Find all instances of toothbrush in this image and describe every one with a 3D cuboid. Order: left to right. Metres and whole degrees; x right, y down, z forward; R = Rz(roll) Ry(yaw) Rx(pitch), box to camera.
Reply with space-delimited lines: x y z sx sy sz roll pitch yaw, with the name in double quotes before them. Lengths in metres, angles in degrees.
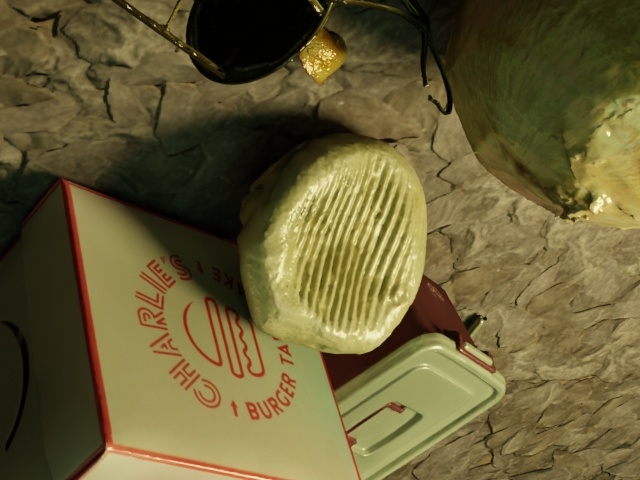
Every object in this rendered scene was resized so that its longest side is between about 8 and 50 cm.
"toothbrush" 0.137 0.197 1.583 0.028 0.026 0.294 23 125 -23

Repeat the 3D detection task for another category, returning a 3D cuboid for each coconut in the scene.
"coconut" 0.250 -0.144 1.032 0.254 0.297 0.297 -51 136 4

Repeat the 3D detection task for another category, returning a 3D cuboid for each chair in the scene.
"chair" -0.039 -0.196 0.960 0.170 0.160 0.325 -31 141 18

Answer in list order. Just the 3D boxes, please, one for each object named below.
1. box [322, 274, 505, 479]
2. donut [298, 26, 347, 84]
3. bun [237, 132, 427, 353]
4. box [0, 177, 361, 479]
"box" 0.044 0.158 1.387 0.294 0.167 0.193 -37 140 18
"donut" -0.006 -0.185 1.085 0.038 0.067 0.083 -27 109 17
"bun" 0.000 0.000 1.191 0.231 0.133 0.231 -5 99 -36
"box" -0.193 0.179 1.191 0.312 0.314 0.300 21 128 -39
